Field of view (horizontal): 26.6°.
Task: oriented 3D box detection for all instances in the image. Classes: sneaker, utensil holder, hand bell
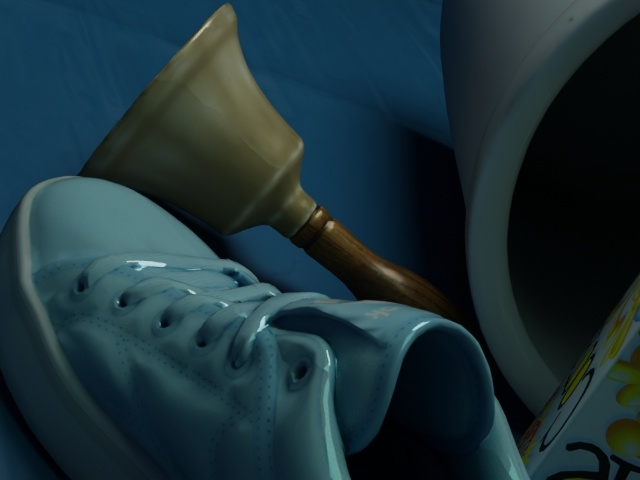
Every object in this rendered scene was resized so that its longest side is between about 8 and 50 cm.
[{"bbox_3d":[-0.002,0.063,0.515,0.135,0.150,0.366,2,36,-47],"label":"sneaker"},{"bbox_3d":[0.236,-0.084,0.855,0.328,0.327,0.385,24,23,-12],"label":"utensil holder"},{"bbox_3d":[0.000,0.000,0.731,0.242,0.126,0.126,41,24,-7],"label":"hand bell"}]

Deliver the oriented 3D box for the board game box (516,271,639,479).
[{"bbox_3d":[0.201,0.058,0.595,0.142,0.275,0.144,33,25,7],"label":"board game box"}]
